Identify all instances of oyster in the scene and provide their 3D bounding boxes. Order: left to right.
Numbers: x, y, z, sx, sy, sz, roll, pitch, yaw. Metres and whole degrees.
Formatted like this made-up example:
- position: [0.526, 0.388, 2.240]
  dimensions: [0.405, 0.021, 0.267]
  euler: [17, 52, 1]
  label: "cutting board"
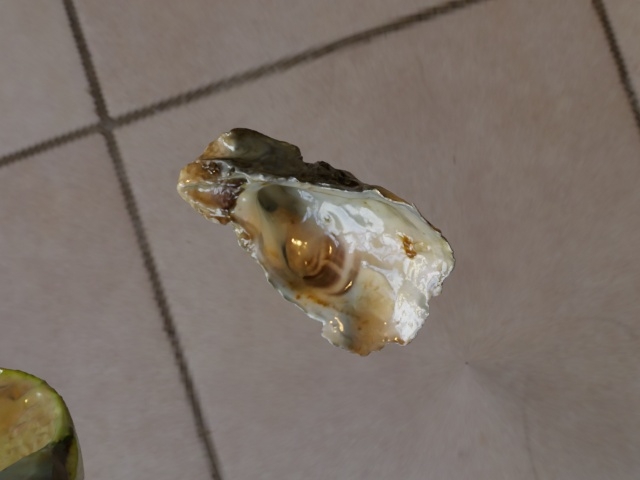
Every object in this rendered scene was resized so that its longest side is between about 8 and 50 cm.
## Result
- position: [-0.002, -0.015, 1.237]
  dimensions: [0.232, 0.107, 0.161]
  euler: [27, 118, 1]
  label: "oyster"

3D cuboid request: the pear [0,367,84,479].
- position: [-0.396, 0.313, 1.512]
  dimensions: [0.399, 0.399, 0.165]
  euler: [-24, 125, 3]
  label: "pear"
